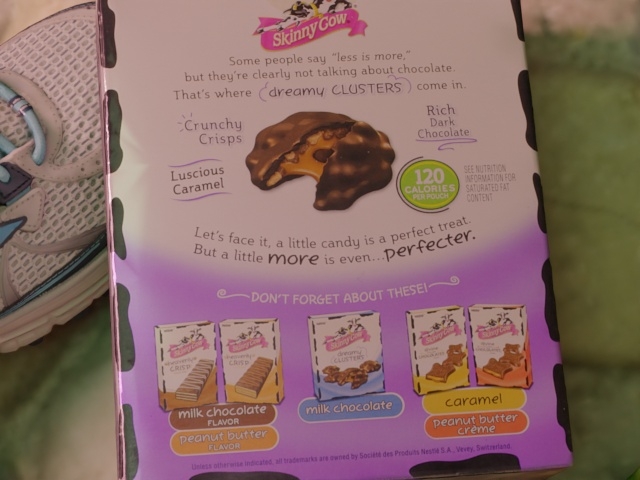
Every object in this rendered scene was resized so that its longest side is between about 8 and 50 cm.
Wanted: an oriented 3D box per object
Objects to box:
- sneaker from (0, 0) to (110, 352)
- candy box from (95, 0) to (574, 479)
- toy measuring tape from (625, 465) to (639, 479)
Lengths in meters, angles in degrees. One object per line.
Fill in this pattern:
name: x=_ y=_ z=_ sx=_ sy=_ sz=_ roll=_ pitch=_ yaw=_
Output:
sneaker: x=-0.164 y=-0.001 z=0.702 sx=0.110 sy=0.122 sz=0.283 roll=37 pitch=72 yaw=21
candy box: x=0.000 y=0.000 z=0.682 sx=0.165 sy=0.070 sz=0.196 roll=-2 pitch=76 yaw=-7
toy measuring tape: x=0.228 y=0.041 z=0.620 sx=0.330 sy=0.121 sz=0.121 roll=-28 pitch=73 yaw=6
